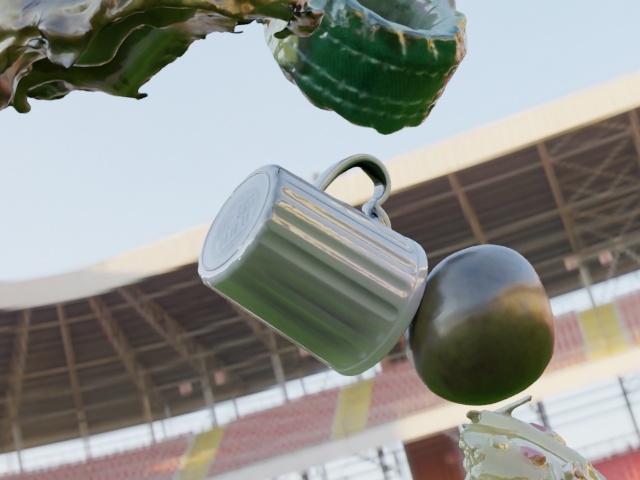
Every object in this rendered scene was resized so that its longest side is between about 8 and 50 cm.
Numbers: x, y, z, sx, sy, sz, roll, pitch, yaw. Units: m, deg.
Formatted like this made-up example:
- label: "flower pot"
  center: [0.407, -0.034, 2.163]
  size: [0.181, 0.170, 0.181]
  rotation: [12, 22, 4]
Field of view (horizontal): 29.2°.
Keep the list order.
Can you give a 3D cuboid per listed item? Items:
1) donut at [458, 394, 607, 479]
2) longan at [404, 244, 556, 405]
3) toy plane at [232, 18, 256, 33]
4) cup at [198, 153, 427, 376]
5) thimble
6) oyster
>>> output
- label: "donut"
  center: [0.126, 0.349, 1.032]
  size: [0.371, 0.307, 0.150]
  rotation: [-42, -12, 4]
- label: "longan"
  center: [0.175, 0.090, 1.329]
  size: [0.167, 0.187, 0.167]
  rotation: [7, -46, 7]
- label: "toy plane"
  center: [-0.096, -0.222, 1.133]
  size: [0.120, 0.031, 0.049]
  rotation: [1, -41, -36]
- label: "cup"
  center: [-0.010, 0.010, 1.339]
  size: [0.202, 0.221, 0.167]
  rotation: [32, -53, -23]
- label: "thimble"
  center: [0.057, -0.290, 1.714]
  size: [0.254, 0.288, 0.167]
  rotation: [-42, -17, -53]
- label: "oyster"
  center: [-0.105, -0.091, 0.537]
  size: [0.128, 0.078, 0.345]
  rotation: [-24, 11, -18]
